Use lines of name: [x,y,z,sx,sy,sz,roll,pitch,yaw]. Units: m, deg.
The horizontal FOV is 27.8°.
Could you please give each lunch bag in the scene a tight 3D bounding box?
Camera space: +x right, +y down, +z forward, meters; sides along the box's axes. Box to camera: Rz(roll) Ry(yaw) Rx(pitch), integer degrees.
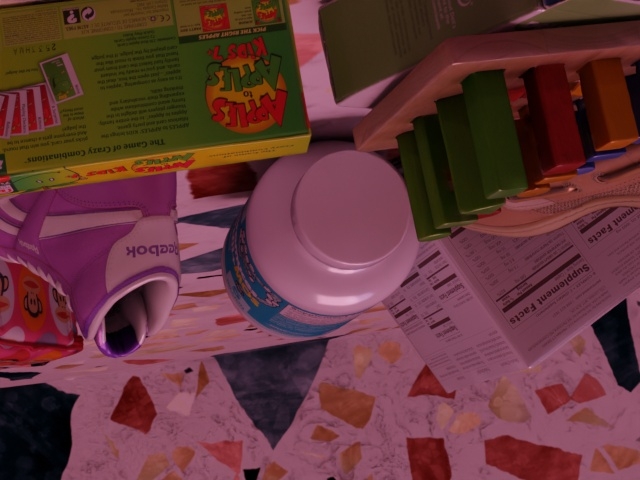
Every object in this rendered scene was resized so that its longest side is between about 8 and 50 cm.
lunch bag: [-0.394,0.070,1.266,0.258,0.120,0.293,-7,169,12]

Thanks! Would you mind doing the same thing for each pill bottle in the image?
pill bottle: [0.000,0.000,1.117,0.146,0.146,0.264,-7,169,-13]

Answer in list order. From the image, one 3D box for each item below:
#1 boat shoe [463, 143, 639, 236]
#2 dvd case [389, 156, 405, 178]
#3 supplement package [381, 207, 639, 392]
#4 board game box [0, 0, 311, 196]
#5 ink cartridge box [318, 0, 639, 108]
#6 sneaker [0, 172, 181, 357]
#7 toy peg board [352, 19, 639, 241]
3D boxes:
boat shoe: [0.172,-0.080,0.925,0.110,0.121,0.341,29,160,-33]
dvd case: [0.093,-0.066,1.217,0.087,0.013,0.119,-3,169,-34]
supplement package: [0.187,0.017,1.191,0.204,0.145,0.262,-34,177,-14]
board game box: [-0.102,-0.083,0.695,0.181,0.092,0.043,-8,171,-6]
ink cartridge box: [0.110,-0.131,0.708,0.109,0.062,0.209,-1,167,-43]
sneaker: [-0.194,0.018,0.999,0.102,0.161,0.282,-5,171,-32]
toy peg board: [0.122,-0.056,0.728,0.161,0.079,0.161,-8,171,-18]
